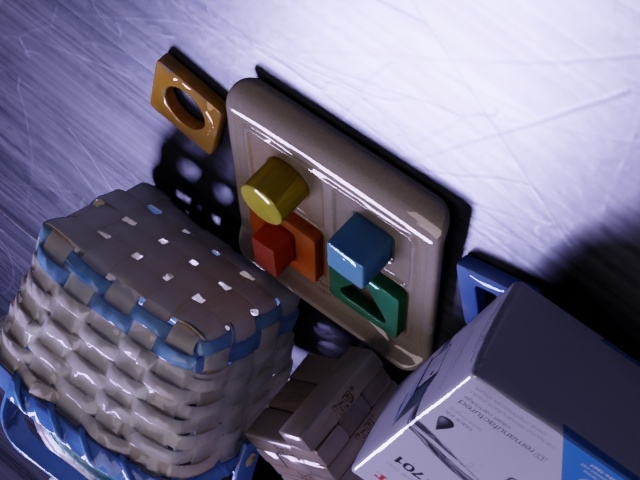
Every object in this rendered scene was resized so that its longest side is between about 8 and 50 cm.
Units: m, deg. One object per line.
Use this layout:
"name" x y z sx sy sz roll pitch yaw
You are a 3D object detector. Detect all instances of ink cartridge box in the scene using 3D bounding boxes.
"ink cartridge box" 0.125 0.127 0.906 0.140 0.082 0.190 34 145 -3

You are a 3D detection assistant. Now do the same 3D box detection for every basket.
"basket" -0.145 0.124 1.159 0.255 0.201 0.289 36 121 20

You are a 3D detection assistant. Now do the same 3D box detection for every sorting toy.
"sorting toy" 0.000 0.000 0.986 0.348 0.047 0.196 35 152 20

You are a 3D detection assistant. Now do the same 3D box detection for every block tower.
"block tower" 0.075 0.225 1.121 0.097 0.091 0.335 5 138 51

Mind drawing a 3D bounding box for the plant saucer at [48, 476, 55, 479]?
"plant saucer" -0.266 0.500 2.011 0.400 0.100 0.400 33 151 21

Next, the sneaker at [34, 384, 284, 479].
"sneaker" -0.129 0.209 1.382 0.302 0.108 0.121 34 125 -12
